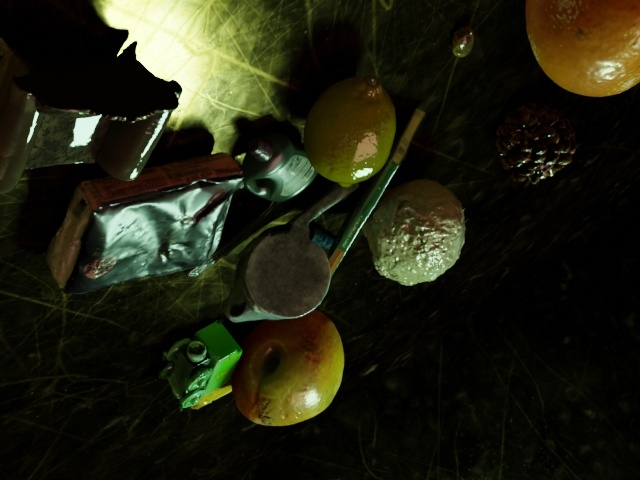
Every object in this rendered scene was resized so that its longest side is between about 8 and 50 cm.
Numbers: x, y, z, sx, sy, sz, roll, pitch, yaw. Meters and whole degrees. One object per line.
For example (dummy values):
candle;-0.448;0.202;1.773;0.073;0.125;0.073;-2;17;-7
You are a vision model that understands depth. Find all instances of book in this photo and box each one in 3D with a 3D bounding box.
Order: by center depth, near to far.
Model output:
book;0.119;-0.108;1.988;0.371;0.043;0.260;-59;-179;39

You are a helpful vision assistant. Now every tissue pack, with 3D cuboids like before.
tissue pack;-0.306;-0.033;1.549;0.332;0.123;0.245;-16;152;-42

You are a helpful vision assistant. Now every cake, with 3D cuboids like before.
cake;-0.309;0.406;2.475;0.185;0.079;0.116;-26;144;-4

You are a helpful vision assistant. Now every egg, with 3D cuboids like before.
egg;0.243;-0.026;2.212;0.279;0.279;0.310;-29;158;-20

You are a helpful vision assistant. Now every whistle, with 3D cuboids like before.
whistle;-0.065;0.014;1.914;0.168;0.188;0.404;155;-44;-73

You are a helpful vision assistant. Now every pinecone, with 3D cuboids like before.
pinecone;0.570;-0.271;2.321;0.221;0.221;0.221;-32;157;-15

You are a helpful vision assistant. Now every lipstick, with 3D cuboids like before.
lipstick;0.000;0.000;2.171;0.053;0.053;0.234;-42;160;9

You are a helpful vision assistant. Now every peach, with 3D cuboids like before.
peach;-0.086;0.354;2.388;0.372;0.290;0.372;9;90;-77

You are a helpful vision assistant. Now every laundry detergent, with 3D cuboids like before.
laundry detergent;-0.096;-0.148;1.701;0.144;0.078;0.222;-39;158;12

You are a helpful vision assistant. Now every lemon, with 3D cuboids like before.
lemon;0.058;-0.217;1.668;0.184;0.184;0.248;-20;137;-37

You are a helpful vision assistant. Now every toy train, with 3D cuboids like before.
toy train;-0.307;0.320;2.219;0.188;0.132;0.243;-28;158;-33

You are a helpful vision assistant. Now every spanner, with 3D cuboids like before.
spanner;-0.166;-0.019;1.910;0.325;0.026;0.093;-38;160;3

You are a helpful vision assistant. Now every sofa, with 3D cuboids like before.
sofa;-0.337;-0.154;1.192;0.258;0.182;0.200;-11;146;-48

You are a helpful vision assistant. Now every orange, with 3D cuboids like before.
orange;0.619;-0.500;1.777;0.424;0.326;0.424;-35;171;-6

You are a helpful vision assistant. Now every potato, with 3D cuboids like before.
potato;0.303;-0.420;1.826;0.051;0.040;0.083;-31;156;-3
